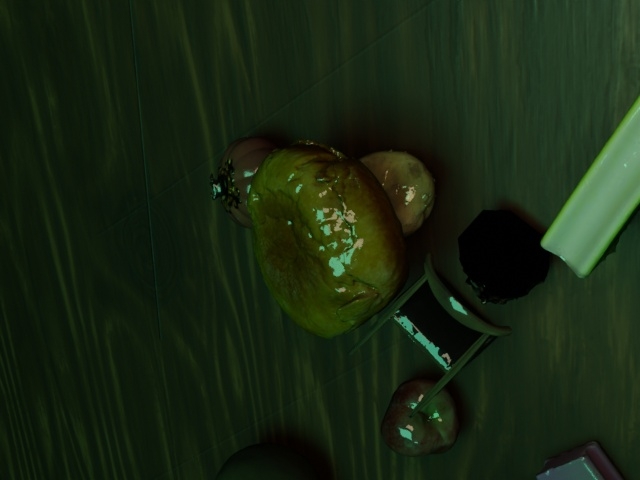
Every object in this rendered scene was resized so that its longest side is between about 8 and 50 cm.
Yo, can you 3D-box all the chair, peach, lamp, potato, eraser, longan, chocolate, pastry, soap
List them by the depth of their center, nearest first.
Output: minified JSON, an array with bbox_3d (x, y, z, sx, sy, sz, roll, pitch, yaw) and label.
[{"bbox_3d":[0.436,-0.102,1.277,0.092,0.210,0.274,37,130,17],"label":"eraser"},{"bbox_3d":[0.289,0.049,1.521,0.156,0.156,0.133,43,158,13],"label":"chocolate"},{"bbox_3d":[0.000,0.000,1.534,0.356,0.164,0.356,34,139,36],"label":"pastry"},{"bbox_3d":[0.206,0.147,1.587,0.188,0.166,0.272,45,135,11],"label":"chair"},{"bbox_3d":[0.482,0.459,1.591,0.203,0.065,0.122,53,131,4],"label":"soap"},{"bbox_3d":[0.110,-0.072,1.596,0.235,0.128,0.161,-36,71,46],"label":"potato"},{"bbox_3d":[0.177,0.337,1.720,0.152,0.152,0.152,16,119,31],"label":"peach"},{"bbox_3d":[-0.133,-0.107,1.727,0.182,0.140,0.182,26,121,55],"label":"lamp"},{"bbox_3d":[-0.108,0.553,1.981,0.248,0.248,0.248,16,119,31],"label":"longan"}]
